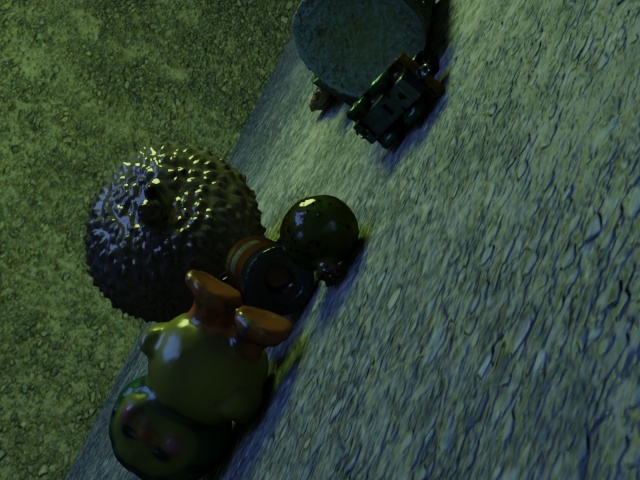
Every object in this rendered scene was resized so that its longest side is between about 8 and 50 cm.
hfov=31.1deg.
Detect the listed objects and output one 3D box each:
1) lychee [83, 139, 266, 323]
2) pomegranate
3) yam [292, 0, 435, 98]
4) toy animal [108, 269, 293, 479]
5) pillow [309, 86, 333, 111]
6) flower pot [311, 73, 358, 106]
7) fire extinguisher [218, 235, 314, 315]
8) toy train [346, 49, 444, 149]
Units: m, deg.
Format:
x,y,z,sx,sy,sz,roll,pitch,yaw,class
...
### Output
x,y,z,sx,sy,sz,roll,pitch,yaw,class
-0.287,-0.007,2.346,0.380,0.380,0.432,-61,-19,-12,lychee
-0.004,-0.007,1.730,0.130,0.130,0.130,-55,12,18,pomegranate
0.094,-0.411,2.071,0.241,0.241,0.348,-52,8,30,yam
-0.188,0.224,1.771,0.338,0.216,0.191,-60,-16,12,toy animal
0.024,-0.369,2.661,0.135,0.049,0.248,-57,-1,-7,pillow
0.051,-0.359,2.427,0.103,0.108,0.229,-56,13,16,flower pot
-0.071,0.044,1.998,0.200,0.113,0.376,-18,7,-11,fire extinguisher
0.124,-0.233,1.843,0.136,0.091,0.227,-55,7,-37,toy train
